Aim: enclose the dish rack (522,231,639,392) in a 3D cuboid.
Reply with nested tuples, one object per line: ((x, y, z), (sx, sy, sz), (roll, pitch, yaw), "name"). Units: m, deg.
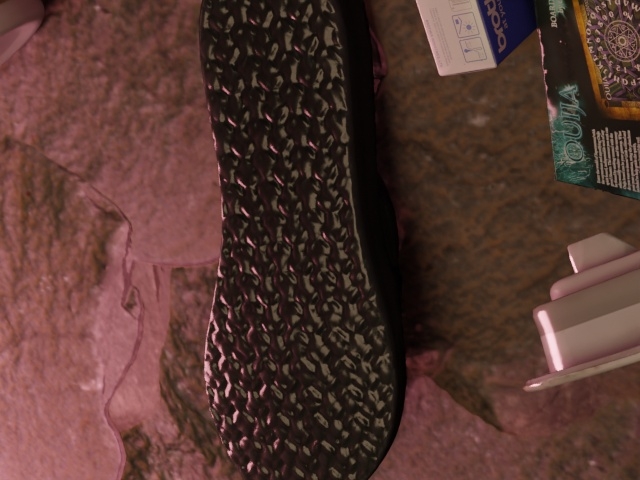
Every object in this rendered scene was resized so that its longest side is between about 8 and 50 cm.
((0.286, -0.007, 0.831), (0.285, 0.333, 0.072), (-26, 79, 42), "dish rack")

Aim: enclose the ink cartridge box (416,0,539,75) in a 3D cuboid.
((0.084, -0.219, 0.961), (0.046, 0.097, 0.207), (-5, 115, 35), "ink cartridge box")

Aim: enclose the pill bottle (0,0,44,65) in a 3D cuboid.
((-0.356, -0.237, 1.191), (0.264, 0.153, 0.153), (51, 131, -4), "pill bottle")

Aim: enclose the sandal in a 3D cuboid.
((0.002, -0.001, 1.159), (0.167, 0.107, 0.445), (9, 109, 29), "sandal")

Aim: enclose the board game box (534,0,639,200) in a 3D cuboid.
((0.200, -0.110, 0.974), (0.126, 0.026, 0.186), (17, 133, 38), "board game box")
